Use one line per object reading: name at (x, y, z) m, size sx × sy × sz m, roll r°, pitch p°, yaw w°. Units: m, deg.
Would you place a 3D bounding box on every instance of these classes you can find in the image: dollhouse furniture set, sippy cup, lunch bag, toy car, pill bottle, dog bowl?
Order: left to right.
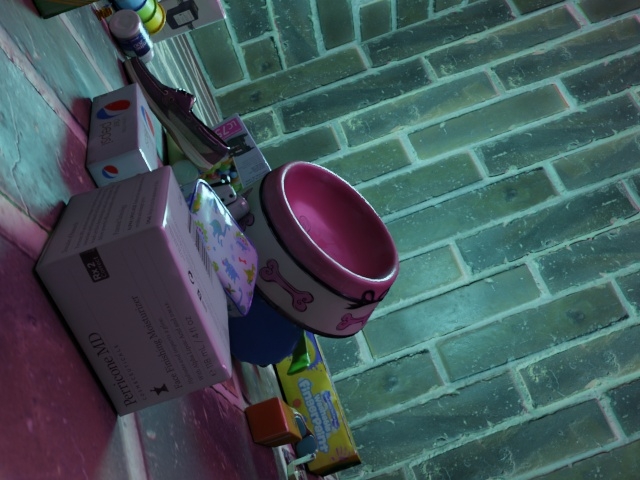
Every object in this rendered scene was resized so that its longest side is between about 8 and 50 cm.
toy car at (-0.431, -0.492, 1.285) m, size 0.060 × 0.040 × 0.122 m, roll -117°, pitch -173°, yaw -78°
pill bottle at (-0.398, -0.430, 1.401) m, size 0.120 × 0.067 × 0.067 m, roll 74°, pitch -4°, yaw -72°
lunch bag at (-0.189, 0.018, 1.100) m, size 0.176 × 0.090 × 0.219 m, roll -85°, pitch 152°, yaw -45°
sippy cup at (-0.121, 0.148, 1.433) m, size 0.305 × 0.240 × 0.224 m, roll 27°, pitch 22°, yaw -10°
dollhouse furniture set at (-0.035, 0.575, 1.635) m, size 0.114 × 0.081 × 0.091 m, roll -117°, pitch -173°, yaw -78°
dog bowl at (0.000, 0.000, 1.414) m, size 0.408 × 0.150 × 0.408 m, roll 32°, pitch 32°, yaw -23°

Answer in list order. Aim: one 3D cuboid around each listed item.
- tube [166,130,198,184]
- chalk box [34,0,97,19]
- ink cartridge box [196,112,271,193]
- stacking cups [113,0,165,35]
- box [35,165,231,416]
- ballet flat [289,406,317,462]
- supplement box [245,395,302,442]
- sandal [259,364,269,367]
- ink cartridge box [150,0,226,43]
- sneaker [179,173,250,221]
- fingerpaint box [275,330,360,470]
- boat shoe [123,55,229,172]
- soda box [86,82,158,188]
tube at (-0.329, -0.204, 1.540) m, size 0.240 × 0.062 × 0.070 m, roll -116°, pitch -145°, yaw -56°
chalk box at (-0.299, -0.411, 0.886) m, size 0.132 × 0.213 × 0.132 m, roll -112°, pitch -177°, yaw -52°
ink cartridge box at (-0.221, -0.161, 1.709) m, size 0.311 × 0.185 × 0.065 m, roll 59°, pitch -1°, yaw 16°
stacking cups at (-0.439, -0.567, 1.501) m, size 0.316 × 0.096 × 0.096 m, roll 68°, pitch 2°, yaw -88°
box at (-0.179, 0.044, 0.677) m, size 0.182 × 0.119 × 0.181 m, roll -111°, pitch -178°, yaw -64°
ballet flat at (-0.061, 0.551, 1.880) m, size 0.067 × 0.073 × 0.206 m, roll 43°, pitch -27°, yaw 54°
supplement box at (-0.097, 0.397, 1.418) m, size 0.233 × 0.080 × 0.078 m, roll 70°, pitch 1°, yaw -68°
sandal at (-0.172, 0.234, 1.719) m, size 0.060 × 0.090 × 0.219 m, roll 24°, pitch -34°, yaw 57°
ink cartridge box at (-0.398, -0.645, 1.869) m, size 0.172 × 0.237 × 0.100 m, roll -114°, pitch -176°, yaw -66°
sneaker at (-0.203, -0.022, 1.252) m, size 0.094 × 0.151 × 0.256 m, roll 75°, pitch -4°, yaw -55°
fingerpaint box at (-0.018, 0.552, 2.226) m, size 0.371 × 0.163 × 0.445 m, roll 76°, pitch -6°, yaw -67°
boat shoe at (-0.305, -0.281, 1.411) m, size 0.285 × 0.092 × 0.103 m, roll 54°, pitch 4°, yaw -14°
soda box at (-0.277, -0.141, 0.927) m, size 0.216 × 0.074 × 0.069 m, roll -112°, pitch -178°, yaw -51°
